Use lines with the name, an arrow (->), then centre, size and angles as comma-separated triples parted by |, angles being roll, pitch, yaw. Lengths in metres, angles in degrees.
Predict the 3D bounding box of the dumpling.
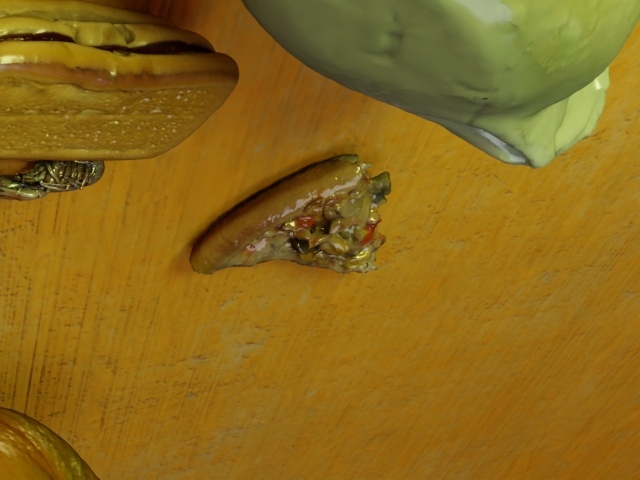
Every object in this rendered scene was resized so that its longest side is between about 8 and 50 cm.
dumpling -> 0.081, -0.168, 0.907 | 0.270, 0.212, 0.320 | -19, 164, 6

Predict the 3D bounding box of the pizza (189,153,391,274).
pizza -> 0.000, 0.000, 1.408 | 0.185, 0.052, 0.195 | -28, 155, 23

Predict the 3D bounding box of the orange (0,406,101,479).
orange -> -0.313, 0.262, 1.466 | 0.274, 0.274, 0.310 | -32, 119, 23

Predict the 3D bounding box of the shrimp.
shrimp -> -0.194, -0.043, 1.183 | 0.092, 0.038, 0.029 | -14, 112, -15

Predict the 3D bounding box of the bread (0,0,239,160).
bread -> -0.156, -0.099, 1.048 | 0.200, 0.077, 0.116 | -1, 147, -40
